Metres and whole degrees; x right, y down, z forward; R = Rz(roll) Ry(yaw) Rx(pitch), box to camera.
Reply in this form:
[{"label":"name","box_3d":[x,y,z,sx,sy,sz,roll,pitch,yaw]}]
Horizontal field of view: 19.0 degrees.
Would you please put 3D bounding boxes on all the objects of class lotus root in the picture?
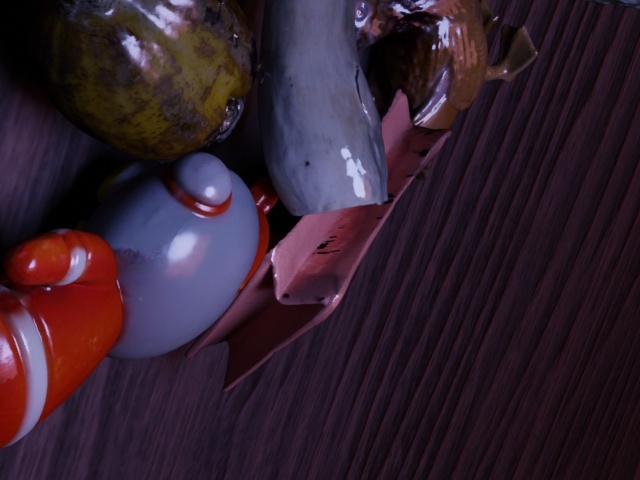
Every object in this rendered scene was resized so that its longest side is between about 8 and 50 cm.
[{"label":"lotus root","box_3d":[-0.105,-0.114,1.071,0.120,0.120,0.209,-60,152,-10]}]

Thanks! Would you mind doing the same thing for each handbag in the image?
[{"label":"handbag","box_3d":[0.000,0.000,1.340,0.157,0.059,0.212,-47,-176,48]}]

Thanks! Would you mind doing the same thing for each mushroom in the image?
[{"label":"mushroom","box_3d":[0.001,-0.128,1.219,0.092,0.081,0.223,-3,87,-34]}]

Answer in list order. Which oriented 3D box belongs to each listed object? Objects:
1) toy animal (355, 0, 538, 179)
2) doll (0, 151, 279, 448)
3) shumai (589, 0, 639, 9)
[{"label":"toy animal","box_3d":[0.068,-0.124,1.433,0.179,0.089,0.188,-10,123,-40]},{"label":"doll","box_3d":[-0.140,0.031,1.142,0.336,0.105,0.200,-31,157,-39]},{"label":"shumai","box_3d":[0.196,-0.318,1.175,0.348,0.395,0.395,-6,119,-54]}]
